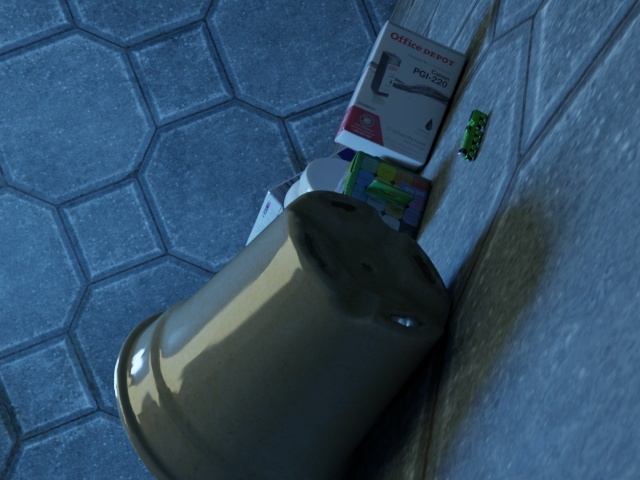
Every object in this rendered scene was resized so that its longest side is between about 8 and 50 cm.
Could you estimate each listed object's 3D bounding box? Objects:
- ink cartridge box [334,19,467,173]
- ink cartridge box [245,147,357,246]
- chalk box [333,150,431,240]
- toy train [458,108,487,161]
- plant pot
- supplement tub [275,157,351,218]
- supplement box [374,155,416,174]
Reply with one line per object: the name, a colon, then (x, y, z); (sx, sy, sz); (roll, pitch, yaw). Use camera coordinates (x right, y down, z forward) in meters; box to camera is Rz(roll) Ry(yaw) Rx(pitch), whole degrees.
ink cartridge box: (0.140, -0.248, 1.620); (0.092, 0.158, 0.218); (132, 160, -77)
ink cartridge box: (-0.018, -0.066, 2.020); (0.324, 0.071, 0.330); (-33, -15, -33)
chalk box: (0.084, -0.043, 1.468); (0.213, 0.132, 0.132); (125, 167, -58)
toy train: (0.207, -0.144, 1.268); (0.017, 0.023, 0.083); (125, 168, -63)
plant pot: (-0.023, 0.119, 1.094); (0.305, 0.333, 0.334); (-50, 13, 29)
supplement tub: (0.000, 0.000, 1.752); (0.191, 0.191, 0.272); (-74, 10, -54)
supplement box: (0.116, -0.102, 1.635); (0.083, 0.083, 0.056); (155, 139, -81)
